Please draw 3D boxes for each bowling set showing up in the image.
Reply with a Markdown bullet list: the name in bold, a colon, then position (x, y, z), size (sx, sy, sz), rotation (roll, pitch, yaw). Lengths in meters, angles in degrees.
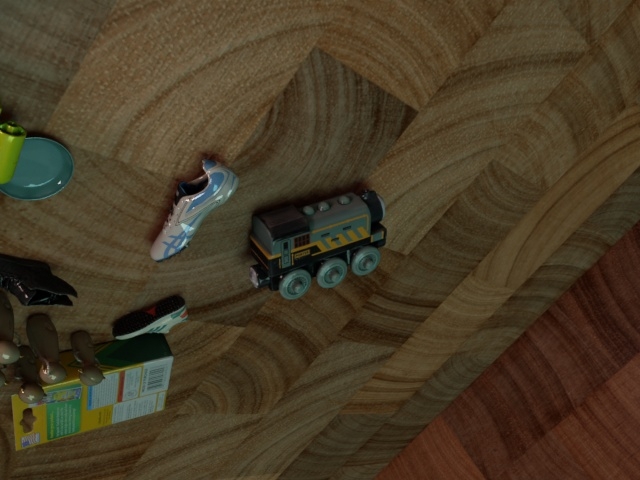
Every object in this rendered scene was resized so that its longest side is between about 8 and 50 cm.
- **bowling set**: position (-0.560, 0.242, 1.171), size (0.200, 0.154, 0.287), rotation (-40, 142, 6)

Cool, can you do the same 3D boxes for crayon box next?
- **crayon box**: position (-0.496, 0.322, 1.367), size (0.323, 0.083, 0.203), rotation (-9, 136, -31)

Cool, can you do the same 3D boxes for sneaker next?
- **sneaker**: position (-0.248, -0.055, 1.162), size (0.086, 0.085, 0.237), rotation (35, 111, -24)
- **sneaker**: position (-0.356, 0.181, 1.341), size (0.161, 0.057, 0.075), rotation (-25, 136, -18)
- **sneaker**: position (-0.512, 0.073, 1.079), size (0.170, 0.089, 0.051), rotation (9, 125, -43)

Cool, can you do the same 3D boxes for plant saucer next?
- **plant saucer**: position (-0.448, -0.115, 0.980), size (0.119, 0.021, 0.119), rotation (-22, 141, -19)

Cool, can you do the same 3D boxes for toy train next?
- **toy train**: position (0.000, 0.000, 1.364), size (0.334, 0.142, 0.190), rotation (-17, 130, -22)

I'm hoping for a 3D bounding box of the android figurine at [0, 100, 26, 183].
- **android figurine**: position (-0.541, -0.136, 0.849), size (0.248, 0.056, 0.272), rotation (12, 121, -38)
